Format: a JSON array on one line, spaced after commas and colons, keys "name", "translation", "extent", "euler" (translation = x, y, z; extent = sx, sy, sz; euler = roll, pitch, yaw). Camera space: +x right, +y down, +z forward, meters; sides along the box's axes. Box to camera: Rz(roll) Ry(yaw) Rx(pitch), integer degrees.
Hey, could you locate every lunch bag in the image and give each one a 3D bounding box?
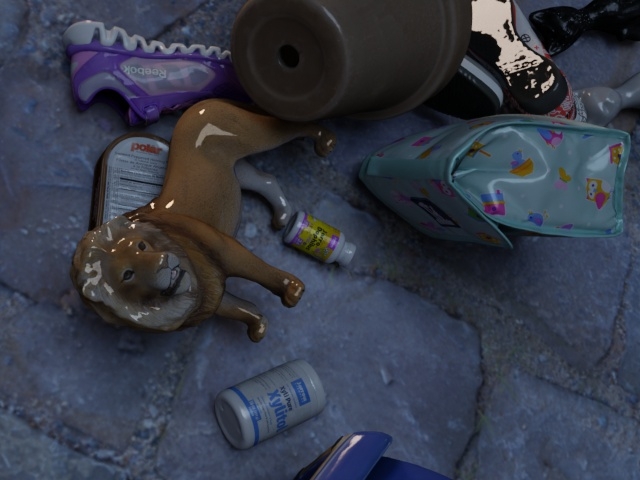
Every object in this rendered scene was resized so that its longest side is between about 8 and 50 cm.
[{"name": "lunch bag", "translation": [0.205, -0.075, 1.338], "extent": [0.262, 0.223, 0.160], "euler": [-1, 96, -26]}]

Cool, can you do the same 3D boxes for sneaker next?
[{"name": "sneaker", "translation": [0.137, -0.292, 1.449], "extent": [0.295, 0.124, 0.178], "euler": [33, 65, 5]}, {"name": "sneaker", "translation": [-0.189, -0.179, 1.290], "extent": [0.236, 0.095, 0.104], "euler": [8, 74, -17]}, {"name": "sneaker", "translation": [0.278, -0.241, 1.531], "extent": [0.145, 0.090, 0.270], "euler": [44, 16, -48]}]

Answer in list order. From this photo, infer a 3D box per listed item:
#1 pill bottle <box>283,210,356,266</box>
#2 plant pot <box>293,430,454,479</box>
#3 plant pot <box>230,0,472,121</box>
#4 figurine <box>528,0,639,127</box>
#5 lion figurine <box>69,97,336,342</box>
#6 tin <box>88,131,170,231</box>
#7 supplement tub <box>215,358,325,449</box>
[{"name": "pill bottle", "translation": [0.000, 0.000, 1.329], "extent": [0.083, 0.043, 0.043], "euler": [27, 62, -13]}, {"name": "plant pot", "translation": [0.038, 0.340, 1.115], "extent": [0.212, 0.236, 0.236], "euler": [39, 60, 2]}, {"name": "plant pot", "translation": [0.018, -0.241, 1.265], "extent": [0.263, 0.263, 0.229], "euler": [49, 36, -1]}, {"name": "figurine", "translation": [0.429, -0.265, 1.613], "extent": [0.209, 0.092, 0.215], "euler": [-17, 79, -21]}, {"name": "lion figurine", "translation": [-0.127, -0.042, 1.214], "extent": [0.240, 0.142, 0.392], "euler": [29, 43, -21]}, {"name": "tin", "translation": [-0.206, -0.035, 1.254], "extent": [0.106, 0.040, 0.189], "euler": [11, 66, -25]}, {"name": "supplement tub", "translation": [-0.056, 0.181, 1.218], "extent": [0.107, 0.071, 0.071], "euler": [-22, 81, -29]}]
